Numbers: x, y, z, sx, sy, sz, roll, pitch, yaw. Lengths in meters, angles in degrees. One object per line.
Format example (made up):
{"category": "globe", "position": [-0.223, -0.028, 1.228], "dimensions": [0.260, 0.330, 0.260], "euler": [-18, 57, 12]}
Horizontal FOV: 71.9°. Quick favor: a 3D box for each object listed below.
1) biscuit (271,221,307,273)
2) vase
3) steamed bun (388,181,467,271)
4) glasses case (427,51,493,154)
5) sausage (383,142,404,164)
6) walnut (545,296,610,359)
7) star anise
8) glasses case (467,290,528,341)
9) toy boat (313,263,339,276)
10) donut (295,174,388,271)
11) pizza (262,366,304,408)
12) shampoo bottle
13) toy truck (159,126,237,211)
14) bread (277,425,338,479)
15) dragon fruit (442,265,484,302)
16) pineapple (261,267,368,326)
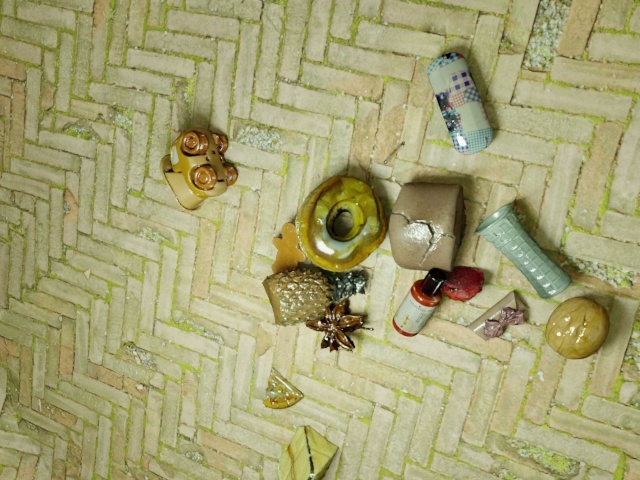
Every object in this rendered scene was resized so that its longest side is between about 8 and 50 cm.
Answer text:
{"category": "biscuit", "position": [-0.111, 0.043, 1.633], "dimensions": [0.166, 0.036, 0.249], "euler": [26, 124, 30]}
{"category": "vase", "position": [0.640, 0.041, 1.388], "dimensions": [0.143, 0.143, 0.298], "euler": [-43, 87, 19]}
{"category": "steamed bun", "position": [0.344, -0.037, 1.433], "dimensions": [0.252, 0.199, 0.300], "euler": [6, 101, 17]}
{"category": "glasses case", "position": [0.445, -0.434, 1.404], "dimensions": [0.125, 0.076, 0.327], "euler": [-21, 92, 21]}
{"category": "sausage", "position": [0.253, -0.299, 1.519], "dimensions": [0.015, 0.015, 0.100], "euler": [46, 109, 6]}
{"category": "walnut", "position": [0.794, 0.270, 1.364], "dimensions": [0.159, 0.159, 0.206], "euler": [24, 106, 13]}
{"category": "star anise", "position": [0.059, 0.321, 1.616], "dimensions": [0.190, 0.125, 0.220], "euler": [-40, 60, -8]}
{"category": "glasses case", "position": [0.601, 0.272, 1.468], "dimensions": [0.102, 0.070, 0.193], "euler": [47, 109, 5]}
{"category": "toy boat", "position": [-0.001, 0.002, 1.611], "dimensions": [0.111, 0.084, 0.276], "euler": [-18, 92, 17]}
{"category": "donut", "position": [0.079, -0.057, 1.494], "dimensions": [0.331, 0.160, 0.329], "euler": [0, 88, -11]}
{"category": "pizza", "position": [-0.160, 0.597, 1.779], "dimensions": [0.185, 0.036, 0.175], "euler": [-8, 96, 18]}
{"category": "shampoo bottle", "position": [0.334, 0.202, 1.468], "dimensions": [0.104, 0.104, 0.278], "euler": [29, 132, 11]}
{"category": "toy truck", "position": [-0.452, -0.270, 1.649], "dimensions": [0.212, 0.204, 0.287], "euler": [-16, 95, 22]}
{"category": "bread", "position": [-0.084, 0.890, 1.694], "dimensions": [0.199, 0.236, 0.263], "euler": [28, 106, 11]}
{"category": "dragon fruit", "position": [0.468, 0.167, 1.468], "dimensions": [0.153, 0.153, 0.110], "euler": [-4, 115, 18]}
{"category": "pineapple", "position": [-0.010, 0.178, 1.560], "dimensions": [0.363, 0.202, 0.201], "euler": [-12, 96, -14]}
